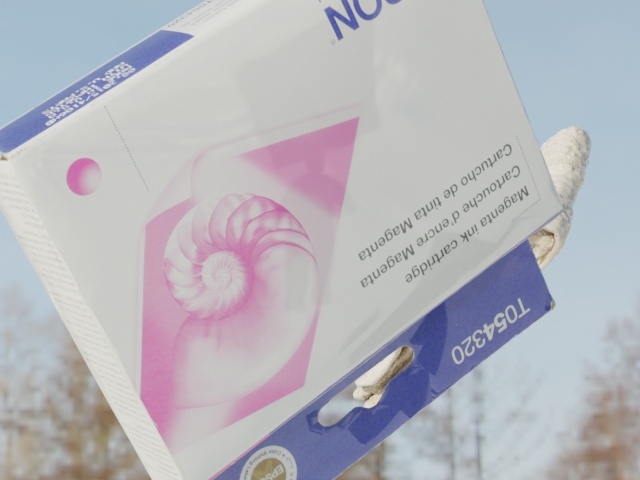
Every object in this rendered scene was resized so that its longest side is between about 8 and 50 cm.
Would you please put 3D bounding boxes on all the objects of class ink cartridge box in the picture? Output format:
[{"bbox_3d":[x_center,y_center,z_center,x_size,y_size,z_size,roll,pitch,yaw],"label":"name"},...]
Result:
[{"bbox_3d":[0.000,0.000,1.081,0.324,0.330,0.071,-36,25,-22],"label":"ink cartridge box"}]

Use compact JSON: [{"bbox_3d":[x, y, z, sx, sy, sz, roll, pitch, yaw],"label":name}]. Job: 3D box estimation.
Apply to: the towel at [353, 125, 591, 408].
[{"bbox_3d":[0.132,0.025,1.557,0.049,0.187,0.282,38,-55,-9],"label":"towel"}]
